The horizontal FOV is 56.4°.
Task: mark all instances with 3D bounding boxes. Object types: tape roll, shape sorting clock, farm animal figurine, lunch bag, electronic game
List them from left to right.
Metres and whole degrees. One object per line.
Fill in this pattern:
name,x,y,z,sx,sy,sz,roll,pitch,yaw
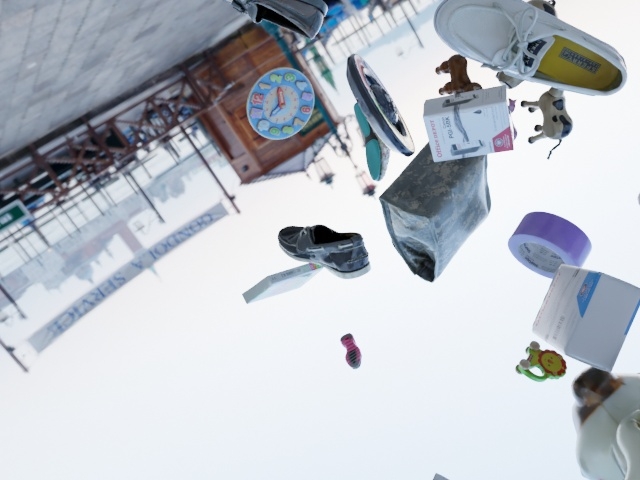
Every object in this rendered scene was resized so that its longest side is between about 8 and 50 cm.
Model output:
shape sorting clock,-0.109,-0.379,1.666,0.206,0.206,0.040,-34,-141,-4
electronic game,0.121,-0.265,1.171,0.048,0.229,0.229,-29,-167,21
lunch bag,0.279,-0.063,1.400,0.169,0.287,0.235,27,-115,35
farm animal figurine,0.437,-0.378,1.289,0.172,0.331,0.326,3,-103,68
tape roll,0.583,0.016,1.523,0.080,0.189,0.189,-53,-162,-17

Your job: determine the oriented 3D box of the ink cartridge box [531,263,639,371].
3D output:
ink cartridge box,0.438,0.121,0.995,0.191,0.082,0.139,-13,125,-84

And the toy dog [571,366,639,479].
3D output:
toy dog,0.564,0.308,0.906,0.408,0.285,0.395,-14,-132,65

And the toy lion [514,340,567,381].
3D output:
toy lion,0.491,0.274,1.313,0.100,0.096,0.034,-43,158,-38

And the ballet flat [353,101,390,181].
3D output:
ballet flat,0.159,-0.286,1.666,0.077,0.240,0.091,-14,-179,-25

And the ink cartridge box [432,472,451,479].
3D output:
ink cartridge box,0.224,0.671,1.228,0.271,0.130,0.309,-57,161,-33

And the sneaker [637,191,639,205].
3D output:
sneaker,0.780,-0.059,1.322,0.130,0.087,0.227,-66,-165,-2

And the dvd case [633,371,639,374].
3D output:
dvd case,0.679,0.421,1.362,0.179,0.030,0.238,106,10,-72

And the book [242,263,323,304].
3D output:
book,-0.072,0.077,1.169,0.144,0.035,0.096,-16,165,-45

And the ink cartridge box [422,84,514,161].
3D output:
ink cartridge box,0.247,-0.193,0.997,0.136,0.099,0.056,-7,-139,22

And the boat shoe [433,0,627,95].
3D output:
boat shoe,0.377,-0.344,1.077,0.156,0.367,0.135,-62,176,-61

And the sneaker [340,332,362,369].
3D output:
sneaker,0.089,0.300,1.579,0.047,0.057,0.119,-23,-145,6

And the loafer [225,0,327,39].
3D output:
loafer,-0.121,-0.519,1.330,0.096,0.268,0.084,16,92,-76

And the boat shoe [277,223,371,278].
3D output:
boat shoe,0.000,0.000,1.088,0.084,0.079,0.233,-32,-150,-29
